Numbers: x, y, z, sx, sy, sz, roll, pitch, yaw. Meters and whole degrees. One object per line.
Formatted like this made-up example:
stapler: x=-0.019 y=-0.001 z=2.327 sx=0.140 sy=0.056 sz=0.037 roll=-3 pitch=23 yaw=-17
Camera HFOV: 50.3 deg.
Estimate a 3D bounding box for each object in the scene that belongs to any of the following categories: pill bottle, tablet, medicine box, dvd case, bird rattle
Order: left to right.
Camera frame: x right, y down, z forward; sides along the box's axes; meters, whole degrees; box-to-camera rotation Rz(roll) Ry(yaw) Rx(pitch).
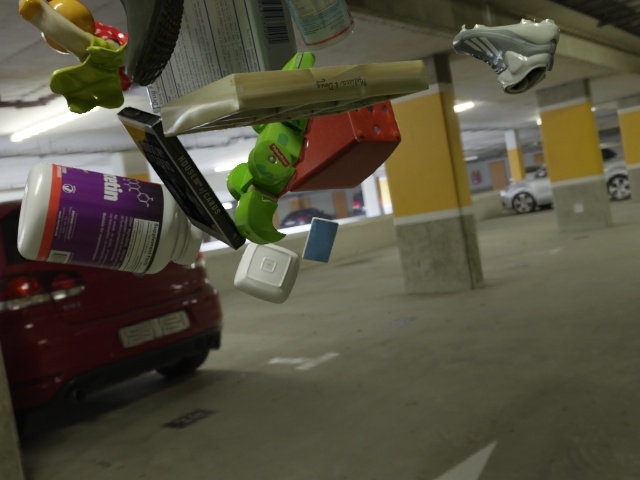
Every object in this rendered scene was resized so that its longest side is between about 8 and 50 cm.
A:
bird rattle: x=-0.350 y=-0.313 z=1.034 sx=0.143 sy=0.207 sz=0.254 roll=-43 pitch=28 yaw=18
pill bottle: x=-0.397 y=-0.035 z=1.305 sx=0.322 sy=0.182 sz=0.181 roll=9 pitch=-7 yaw=-28
dvd case: x=-0.222 y=-0.100 z=1.084 sx=0.029 sy=0.239 sz=0.179 roll=-41 pitch=32 yaw=-16
medicine box: x=-0.213 y=-0.410 z=1.329 sx=0.289 sy=0.264 sz=0.149 roll=-5 pitch=15 yaw=29
pill bottle: x=-0.014 y=-0.389 z=1.070 sx=0.087 sy=0.160 sz=0.087 roll=-21 pitch=31 yaw=13
tablet: x=0.000 y=0.000 z=1.286 sx=0.054 sy=0.083 sz=0.006 roll=11 pitch=15 yaw=-19

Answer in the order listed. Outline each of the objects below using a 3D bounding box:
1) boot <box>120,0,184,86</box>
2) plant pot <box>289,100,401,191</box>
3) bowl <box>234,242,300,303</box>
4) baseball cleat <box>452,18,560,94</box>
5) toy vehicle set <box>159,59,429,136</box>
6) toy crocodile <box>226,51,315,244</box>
boot: x=-0.259 y=-0.335 z=0.876 sx=0.161 sy=0.247 sz=0.083 roll=16 pitch=11 yaw=4
plant pot: x=0.050 y=-0.296 z=1.774 sx=0.267 sy=0.267 sz=0.235 roll=-8 pitch=-11 yaw=-44
bowl: x=-0.125 y=0.069 z=1.633 sx=0.142 sy=0.142 sz=0.053 roll=20 pitch=-25 yaw=-1
baseball cleat: x=0.268 y=-0.277 z=1.036 sx=0.072 sy=0.110 sz=0.206 roll=6 pitch=5 yaw=-27
toy vehicle set: x=-0.027 y=-0.164 z=0.784 sx=0.266 sy=0.035 sz=0.166 roll=-15 pitch=7 yaw=-36
toy crocodile: x=-0.065 y=-0.155 z=1.090 sx=0.105 sy=0.341 sz=0.115 roll=25 pitch=-29 yaw=-21
